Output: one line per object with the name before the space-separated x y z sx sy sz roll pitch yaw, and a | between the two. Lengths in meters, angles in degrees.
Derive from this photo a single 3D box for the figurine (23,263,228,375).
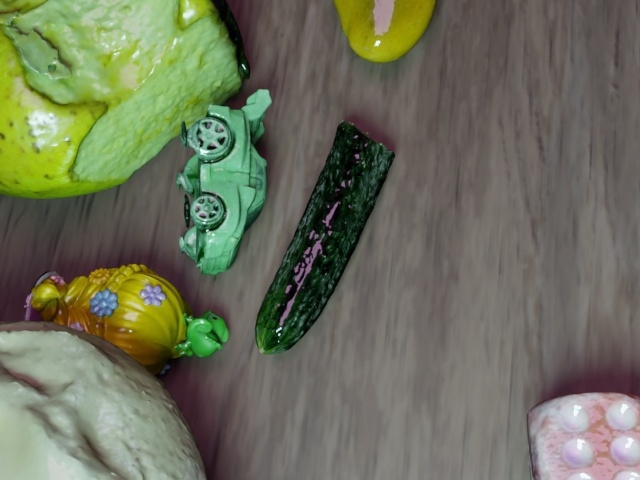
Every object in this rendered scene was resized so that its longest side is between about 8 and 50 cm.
figurine | -0.156 0.061 0.958 0.156 0.115 0.095 13 78 10

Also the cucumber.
cucumber | 0.000 0.000 1.001 0.058 0.052 0.215 11 66 33

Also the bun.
bun | -0.246 0.201 0.810 0.365 0.219 0.365 -9 51 11

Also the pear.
pear | -0.232 -0.171 1.049 0.255 0.164 0.238 -40 69 -10

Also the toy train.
toy train | -0.079 -0.049 1.013 0.081 0.099 0.149 -1 67 -11

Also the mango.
mango | 0.055 -0.231 1.089 0.103 0.076 0.161 -1 69 1

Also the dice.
dice | 0.199 0.166 0.878 0.094 0.091 0.093 -4 65 4
